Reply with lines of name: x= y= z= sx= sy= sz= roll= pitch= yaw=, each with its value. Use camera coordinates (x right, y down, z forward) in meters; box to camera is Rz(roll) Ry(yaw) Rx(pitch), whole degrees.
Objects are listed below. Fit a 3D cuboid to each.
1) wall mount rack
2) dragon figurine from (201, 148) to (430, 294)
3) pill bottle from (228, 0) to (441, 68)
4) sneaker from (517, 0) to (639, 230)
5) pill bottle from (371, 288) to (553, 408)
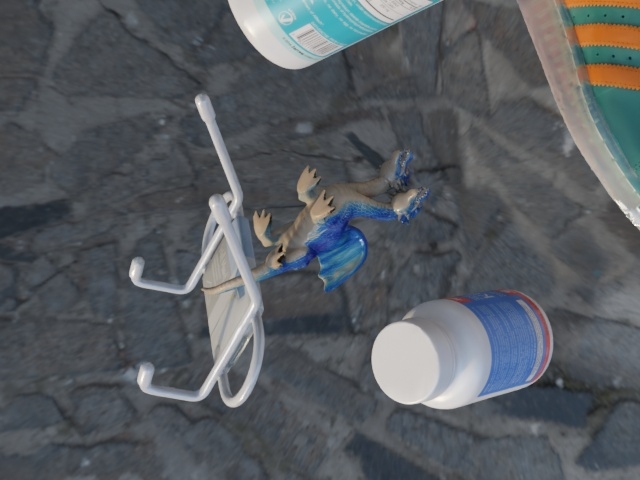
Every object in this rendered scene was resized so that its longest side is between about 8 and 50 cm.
wall mount rack: x=-0.136 y=0.015 z=1.456 sx=0.130 sy=0.350 sz=0.304 roll=14 pitch=125 yaw=-23
dragon figurine: x=0.000 y=0.000 z=1.421 sx=0.289 sy=0.144 sz=0.085 roll=-46 pitch=50 yaw=16
pill bottle: x=0.048 y=-0.274 z=1.141 sx=0.264 sy=0.146 sz=0.146 roll=-21 pitch=91 yaw=31
sneaker: x=0.215 y=-0.132 z=0.793 sx=0.121 sy=0.108 sz=0.302 roll=-30 pitch=70 yaw=29
pill bottle: x=0.161 y=0.124 z=1.378 sx=0.124 sy=0.221 sz=0.124 roll=3 pitch=95 yaw=39
